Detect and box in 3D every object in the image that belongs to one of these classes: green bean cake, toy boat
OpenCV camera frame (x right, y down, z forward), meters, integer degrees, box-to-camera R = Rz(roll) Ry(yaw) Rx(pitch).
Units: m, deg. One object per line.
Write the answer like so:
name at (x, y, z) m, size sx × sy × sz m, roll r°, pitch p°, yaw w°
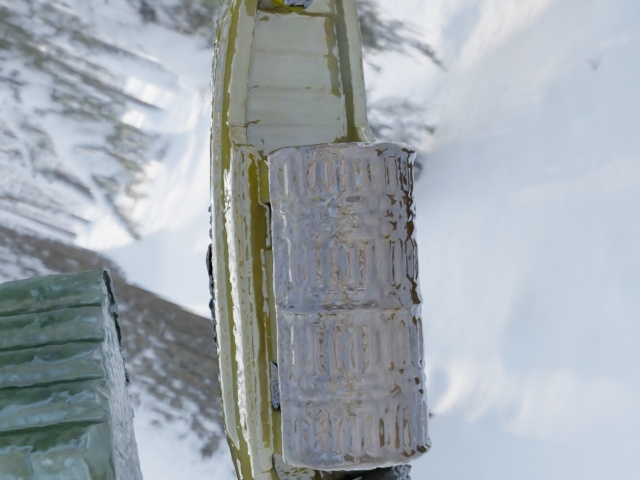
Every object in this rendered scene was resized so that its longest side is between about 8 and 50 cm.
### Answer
green bean cake at (-0.145, 0.132, 0.606) m, size 0.185 × 0.094 × 0.183 m, roll -100°, pitch 5°, yaw -53°
toy boat at (0.000, 0.000, 0.380) m, size 0.088 × 0.068 × 0.226 m, roll 0°, pitch 92°, yaw 60°
